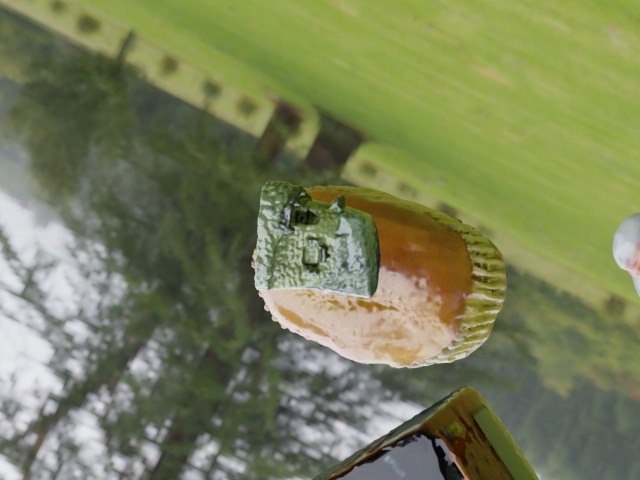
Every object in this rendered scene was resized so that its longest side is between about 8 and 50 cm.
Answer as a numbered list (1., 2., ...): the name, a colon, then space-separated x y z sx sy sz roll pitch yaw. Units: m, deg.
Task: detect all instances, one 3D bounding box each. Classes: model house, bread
1. model house: 0.000 0.000 1.035 0.083 0.079 0.066 6 -176 11
2. bread: 0.044 0.028 1.173 0.190 0.132 0.114 15 -175 23

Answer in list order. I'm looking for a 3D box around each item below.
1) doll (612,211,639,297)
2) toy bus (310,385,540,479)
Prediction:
1. doll: 0.199 0.016 0.628 0.142 0.076 0.245 23 169 -9
2. toy bus: -0.065 0.209 0.744 0.093 0.409 0.092 57 -152 3
